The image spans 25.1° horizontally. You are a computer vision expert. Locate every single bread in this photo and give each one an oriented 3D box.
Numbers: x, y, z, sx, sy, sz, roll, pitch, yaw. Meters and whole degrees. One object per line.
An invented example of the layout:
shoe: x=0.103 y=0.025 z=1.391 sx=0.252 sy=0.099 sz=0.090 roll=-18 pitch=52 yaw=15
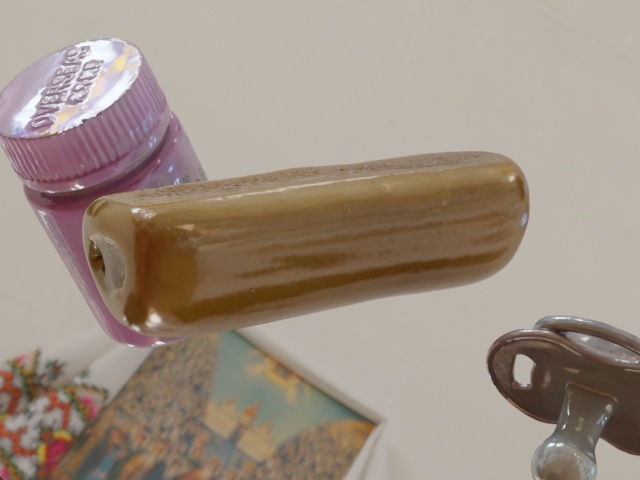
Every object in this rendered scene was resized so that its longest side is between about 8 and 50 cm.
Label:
bread: x=0.000 y=0.000 z=0.737 sx=0.092 sy=0.239 sz=0.074 roll=11 pitch=-73 yaw=60

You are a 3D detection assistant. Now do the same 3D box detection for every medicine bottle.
medicine bottle: x=-0.205 y=-0.046 z=1.495 sx=0.178 sy=0.178 sz=0.290 roll=-2 pitch=-49 yaw=27

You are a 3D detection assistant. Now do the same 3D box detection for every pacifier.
pacifier: x=0.114 y=0.076 z=0.625 sx=0.099 sy=0.078 sz=0.081 roll=19 pitch=-33 yaw=17

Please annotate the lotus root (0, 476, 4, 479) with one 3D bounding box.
lotus root: x=-0.256 y=0.167 z=0.727 sx=0.309 sy=0.173 sz=0.173 roll=15 pitch=-50 yaw=43
